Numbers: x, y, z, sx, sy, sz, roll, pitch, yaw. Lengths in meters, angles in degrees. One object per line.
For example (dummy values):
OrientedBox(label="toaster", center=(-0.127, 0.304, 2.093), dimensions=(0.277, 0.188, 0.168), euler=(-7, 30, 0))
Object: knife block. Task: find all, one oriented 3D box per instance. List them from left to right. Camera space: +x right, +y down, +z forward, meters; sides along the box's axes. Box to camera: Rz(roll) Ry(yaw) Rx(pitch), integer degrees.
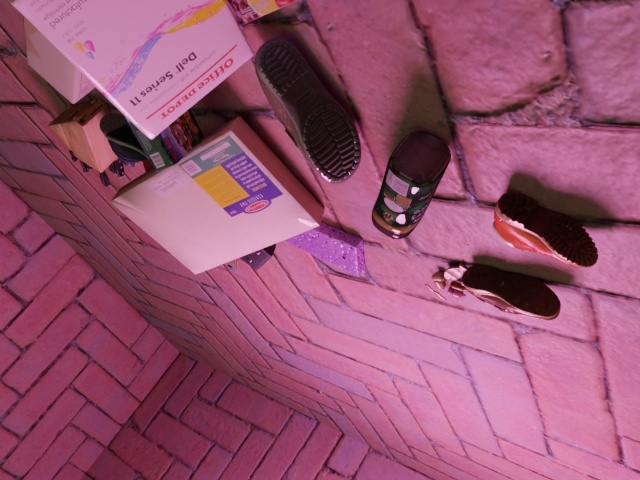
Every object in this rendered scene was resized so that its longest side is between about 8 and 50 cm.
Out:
OrientedBox(label="knife block", center=(-0.582, -0.243, 1.531), dimensions=(0.276, 0.088, 0.242), euler=(6, 142, 46))

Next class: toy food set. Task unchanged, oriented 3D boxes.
OrientedBox(label="toy food set", center=(0.260, 0.081, 1.119), dimensions=(0.078, 0.019, 0.122), euler=(40, 147, -10))

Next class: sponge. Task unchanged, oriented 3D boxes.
OrientedBox(label="sponge", center=(0.000, 0.000, 1.287), dimensions=(0.210, 0.031, 0.117), euler=(25, 153, 23))

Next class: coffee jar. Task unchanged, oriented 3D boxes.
OrientedBox(label="coffee jar", center=(0.136, -0.079, 0.904), dimensions=(0.079, 0.096, 0.184), euler=(34, 156, 11))

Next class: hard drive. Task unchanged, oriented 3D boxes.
OrientedBox(label="hard drive", center=(-0.234, -0.032, 1.497), dimensions=(0.255, 0.054, 0.172), euler=(39, 155, -6))

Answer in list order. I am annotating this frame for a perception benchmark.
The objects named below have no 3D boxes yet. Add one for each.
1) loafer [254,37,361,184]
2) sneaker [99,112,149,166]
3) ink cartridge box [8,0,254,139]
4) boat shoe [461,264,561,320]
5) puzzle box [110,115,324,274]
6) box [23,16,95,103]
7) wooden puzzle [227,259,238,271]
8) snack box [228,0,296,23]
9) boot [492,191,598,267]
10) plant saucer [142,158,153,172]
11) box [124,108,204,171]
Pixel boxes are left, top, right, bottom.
OrientedBox(label="loafer", center=(-0.020, -0.203, 0.917), dimensions=(0.251, 0.094, 0.087), euler=(59, 172, -23))
OrientedBox(label="sneaker", center=(-0.403, -0.209, 1.378), dimensions=(0.226, 0.086, 0.163), euler=(29, 164, -5))
OrientedBox(label="ink cartridge box", center=(-0.228, -0.282, 0.775), dimensions=(0.119, 0.207, 0.353), euler=(49, 178, 25))
OrientedBox(label="boat shoe", center=(0.332, 0.095, 1.004), dimensions=(0.178, 0.064, 0.060), euler=(21, 157, 42))
OrientedBox(label="puzzle box", center=(-0.226, -0.074, 1.240), dimensions=(0.409, 0.052, 0.272), euler=(-20, 126, 36))
OrientedBox(label="box", center=(-0.428, -0.387, 1.025), dimensions=(0.121, 0.148, 0.311), euler=(42, 153, -10))
OrientedBox(label="wooden puzzle", center=(-0.275, 0.054, 1.747), dimensions=(0.079, 0.014, 0.116), euler=(39, 155, 3))
OrientedBox(label="snack box", center=(-0.089, -0.384, 0.692), dimensions=(0.175, 0.070, 0.207), euler=(4, 138, 51))
OrientedBox(label="boot", center=(0.325, -0.004, 0.851), dimensions=(0.158, 0.059, 0.084), euler=(37, 159, 19))
OrientedBox(label="plant saucer", center=(-0.242, -0.090, 1.313), dimensions=(0.259, 0.047, 0.259), euler=(-5, 136, 25))
OrientedBox(label="box", center=(-0.300, -0.256, 1.019), dimensions=(0.044, 0.159, 0.233), euler=(-18, 114, 17))
